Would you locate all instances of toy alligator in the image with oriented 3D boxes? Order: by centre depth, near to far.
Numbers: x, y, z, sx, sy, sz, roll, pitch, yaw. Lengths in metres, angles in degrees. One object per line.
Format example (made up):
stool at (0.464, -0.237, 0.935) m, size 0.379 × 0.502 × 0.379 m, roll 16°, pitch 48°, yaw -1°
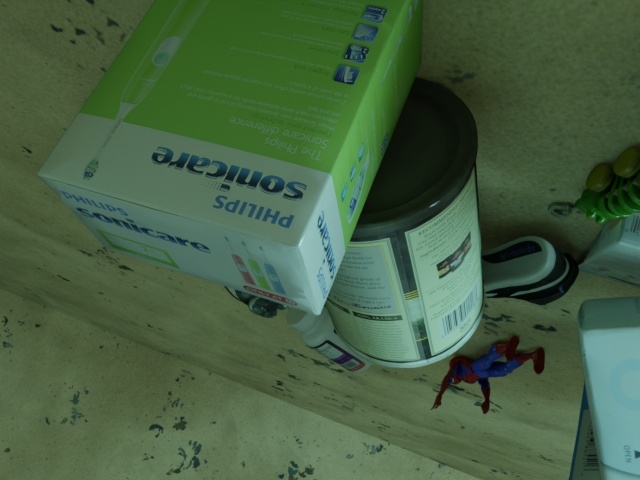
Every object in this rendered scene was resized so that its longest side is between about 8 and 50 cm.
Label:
toy alligator at (0.297, -0.042, 0.611) m, size 0.056 × 0.051 × 0.190 m, roll 28°, pitch 155°, yaw -9°

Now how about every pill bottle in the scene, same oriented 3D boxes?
pill bottle at (0.026, 0.188, 1.242) m, size 0.193 × 0.108 × 0.108 m, roll 36°, pitch 152°, yaw -26°

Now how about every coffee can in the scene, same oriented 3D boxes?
coffee can at (0.075, -0.008, 0.659) m, size 0.202 × 0.201 × 0.275 m, roll 11°, pitch 147°, yaw 25°

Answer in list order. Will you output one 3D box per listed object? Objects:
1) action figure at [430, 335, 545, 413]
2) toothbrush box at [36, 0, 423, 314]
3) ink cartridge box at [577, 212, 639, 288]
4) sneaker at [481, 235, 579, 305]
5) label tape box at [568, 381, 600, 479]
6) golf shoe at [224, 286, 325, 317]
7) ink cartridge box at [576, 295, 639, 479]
action figure at (0.311, 0.280, 1.159) m, size 0.092 × 0.139 × 0.280 m, roll 27°, pitch 158°, yaw -4°
toothbrush box at (-0.051, -0.111, 0.495) m, size 0.206 × 0.283 × 0.122 m, roll 15°, pitch 154°, yaw 15°
ink cartridge box at (0.394, 0.023, 0.696) m, size 0.146 × 0.045 × 0.179 m, roll 18°, pitch 173°, yaw 11°
sneaker at (0.238, 0.057, 0.809) m, size 0.121 × 0.079 × 0.217 m, roll 25°, pitch 156°, yaw -36°
label tape box at (0.552, 0.311, 0.882) m, size 0.334 × 0.240 × 0.106 m, roll 26°, pitch 153°, yaw -8°
golf shoe at (-0.048, 0.049, 0.961) m, size 0.120 × 0.105 × 0.273 m, roll 21°, pitch -169°, yaw 32°
ink cartridge box at (0.493, 0.203, 0.616) m, size 0.385 × 0.091 × 0.308 m, roll -7°, pitch 106°, yaw 28°
